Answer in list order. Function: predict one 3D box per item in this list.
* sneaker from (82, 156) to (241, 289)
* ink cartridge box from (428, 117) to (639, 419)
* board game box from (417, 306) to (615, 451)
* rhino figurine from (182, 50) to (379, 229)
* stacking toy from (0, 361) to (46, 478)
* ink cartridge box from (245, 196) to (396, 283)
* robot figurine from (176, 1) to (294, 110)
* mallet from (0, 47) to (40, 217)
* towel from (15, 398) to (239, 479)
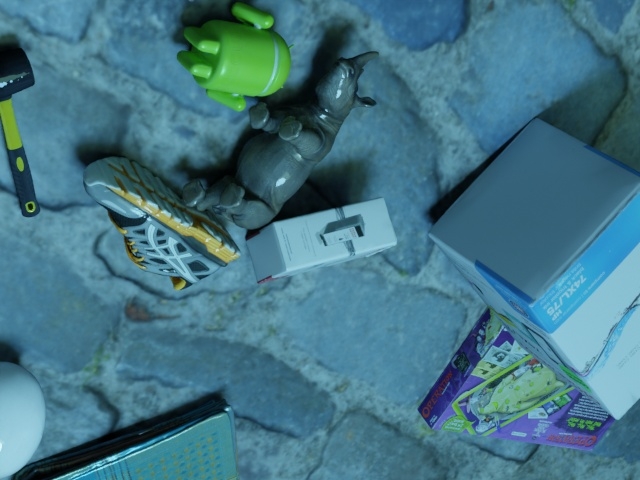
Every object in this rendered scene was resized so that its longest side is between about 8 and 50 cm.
[{"bbox_3d":[-0.169,-0.010,1.308,0.083,0.084,0.215,-41,137,10],"label":"sneaker"},{"bbox_3d":[0.307,0.036,1.532,0.197,0.198,0.270,-46,131,-4],"label":"ink cartridge box"},{"bbox_3d":[0.319,0.194,1.813,0.347,0.056,0.208,15,112,-39],"label":"board game box"},{"bbox_3d":[-0.027,-0.106,1.322,0.243,0.073,0.106,-47,155,8],"label":"rhino figurine"},{"bbox_3d":[-0.454,0.316,1.288,0.480,0.351,0.350,-52,137,-9],"label":"stacking toy"},{"bbox_3d":[0.000,0.000,1.407,0.135,0.056,0.099,-14,175,-24],"label":"ink cartridge box"},{"bbox_3d":[-0.078,-0.174,1.239,0.115,0.067,0.101,4,114,-35],"label":"robot figurine"},{"bbox_3d":[-0.294,-0.092,1.196,0.062,0.039,0.189,-14,135,-22],"label":"mallet"},{"bbox_3d":[-0.224,0.367,1.616,0.271,0.040,0.370,-19,135,-17],"label":"towel"}]
